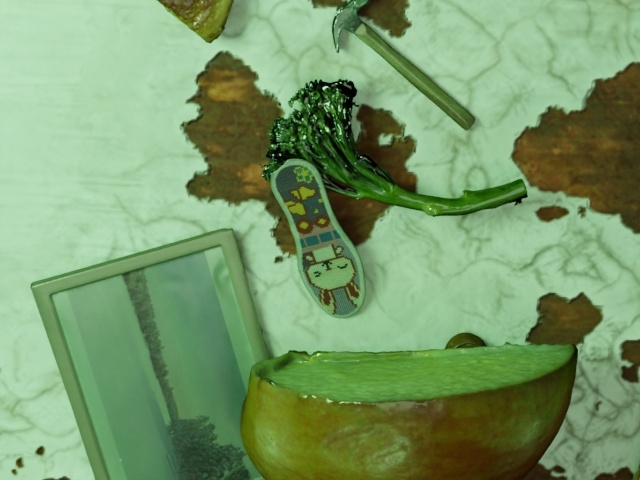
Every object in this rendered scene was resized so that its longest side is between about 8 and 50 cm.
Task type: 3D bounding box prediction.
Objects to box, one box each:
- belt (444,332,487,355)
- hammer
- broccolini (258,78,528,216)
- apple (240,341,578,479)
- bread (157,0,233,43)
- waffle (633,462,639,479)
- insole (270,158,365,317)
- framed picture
[{"bbox_3d":[0.155,0.140,2.026,0.059,0.036,0.083,-16,107,0],"label":"belt"},{"bbox_3d":[0.083,-0.170,1.941,0.182,0.017,0.062,41,98,-16],"label":"hammer"},{"bbox_3d":[0.080,-0.093,1.939,0.271,0.062,0.123,11,119,-4],"label":"broccolini"},{"bbox_3d":[0.091,0.189,1.961,0.346,0.254,0.179,-2,66,-1],"label":"apple"},{"bbox_3d":[-0.124,-0.287,1.865,0.154,0.054,0.136,37,100,-20],"label":"bread"},{"bbox_3d":[0.400,0.222,2.073,0.102,0.042,0.148,15,104,-12],"label":"waffle"},{"bbox_3d":[0.000,0.000,1.960,0.065,0.004,0.197,-13,121,11],"label":"insole"},{"bbox_3d":[-0.155,0.148,2.004,0.213,0.016,0.289,-16,107,-2],"label":"framed picture"}]
